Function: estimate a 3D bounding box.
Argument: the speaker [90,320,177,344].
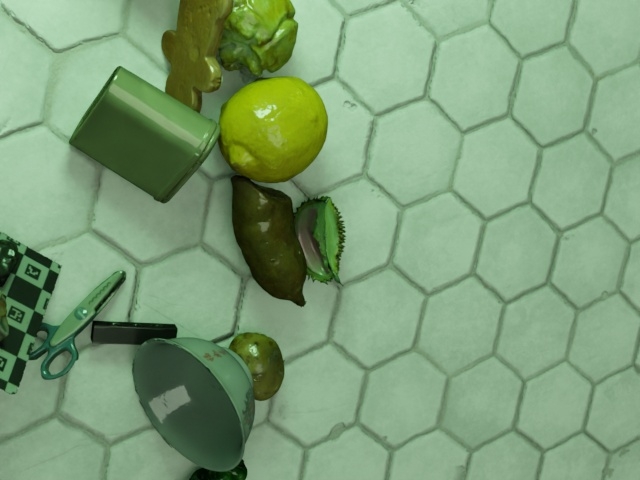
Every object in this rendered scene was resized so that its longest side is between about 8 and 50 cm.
[{"bbox_3d":[-0.429,0.215,1.892,0.191,0.040,0.046,5,100,-23],"label":"speaker"}]

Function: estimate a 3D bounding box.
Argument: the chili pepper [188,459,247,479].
[{"bbox_3d":[-0.273,0.604,2.002,0.136,0.099,0.270,40,89,-15],"label":"chili pepper"}]

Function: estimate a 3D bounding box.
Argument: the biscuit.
[{"bbox_3d":[-0.265,-0.403,1.745,0.047,0.216,0.340,-11,129,-38],"label":"biscuit"}]

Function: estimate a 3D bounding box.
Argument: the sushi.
[{"bbox_3d":[-0.683,0.074,1.600,0.343,0.359,0.064,34,124,-26],"label":"sushi"}]

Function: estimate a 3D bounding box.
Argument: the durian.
[{"bbox_3d":[0.002,-0.001,1.993,0.095,0.137,0.221,-15,103,-54],"label":"durian"}]

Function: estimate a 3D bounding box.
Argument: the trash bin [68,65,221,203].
[{"bbox_3d":[-0.373,-0.221,1.738,0.247,0.121,0.243,32,131,-23],"label":"trash bin"}]

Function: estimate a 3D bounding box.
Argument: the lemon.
[{"bbox_3d":[-0.105,-0.246,1.819,0.288,0.233,0.234,-45,115,-35],"label":"lemon"}]

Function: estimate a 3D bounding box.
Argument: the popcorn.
[{"bbox_3d":[-0.144,-0.474,1.788,0.221,0.183,0.204,61,38,-26],"label":"popcorn"}]

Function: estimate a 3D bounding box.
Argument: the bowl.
[{"bbox_3d":[-0.256,0.342,1.879,0.157,0.345,0.346,-34,114,-43],"label":"bowl"}]

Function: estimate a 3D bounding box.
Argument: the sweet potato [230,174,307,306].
[{"bbox_3d":[-0.118,0.010,1.918,0.157,0.158,0.370,-19,112,-17],"label":"sweet potato"}]

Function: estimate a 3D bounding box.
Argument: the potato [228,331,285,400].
[{"bbox_3d":[-0.149,0.302,1.977,0.137,0.137,0.176,-41,115,-9],"label":"potato"}]

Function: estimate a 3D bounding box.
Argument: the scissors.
[{"bbox_3d":[-0.537,0.174,1.826,0.138,0.041,0.289,38,72,15],"label":"scissors"}]
